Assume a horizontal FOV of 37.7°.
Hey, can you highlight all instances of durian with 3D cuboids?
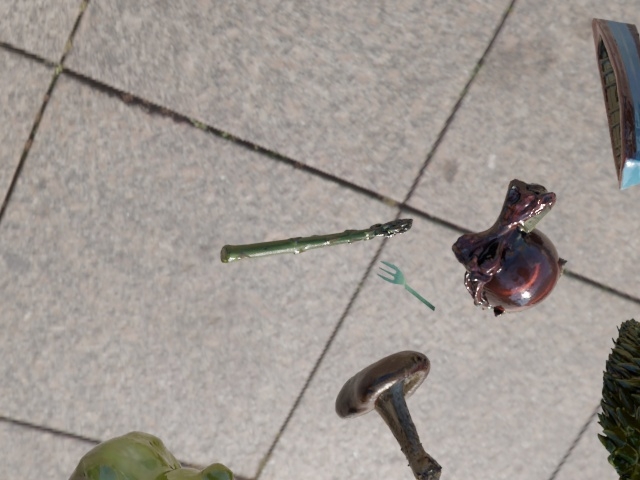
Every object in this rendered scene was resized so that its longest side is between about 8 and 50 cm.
[{"bbox_3d":[0.468,0.235,1.208,0.198,0.394,0.163,30,117,-25],"label":"durian"}]

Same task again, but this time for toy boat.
[{"bbox_3d":[0.536,-0.263,1.662,0.079,0.392,0.136,-1,143,10],"label":"toy boat"}]

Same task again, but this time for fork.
[{"bbox_3d":[0.193,0.102,1.980,0.235,0.021,0.039,35,70,-45],"label":"fork"}]

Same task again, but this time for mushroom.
[{"bbox_3d":[0.127,0.311,1.561,0.148,0.217,0.227,-18,163,-21],"label":"mushroom"}]

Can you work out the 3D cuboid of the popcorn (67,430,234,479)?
[{"bbox_3d":[-0.142,0.353,0.892,0.312,0.312,0.312,-6,116,-13],"label":"popcorn"}]

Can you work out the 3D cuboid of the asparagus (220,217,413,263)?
[{"bbox_3d":[0.000,0.000,1.132,0.248,0.025,0.024,-9,105,-20],"label":"asparagus"}]

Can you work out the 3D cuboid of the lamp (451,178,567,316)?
[{"bbox_3d":[0.329,0.026,1.556,0.215,0.151,0.223,-49,157,-1],"label":"lamp"}]
